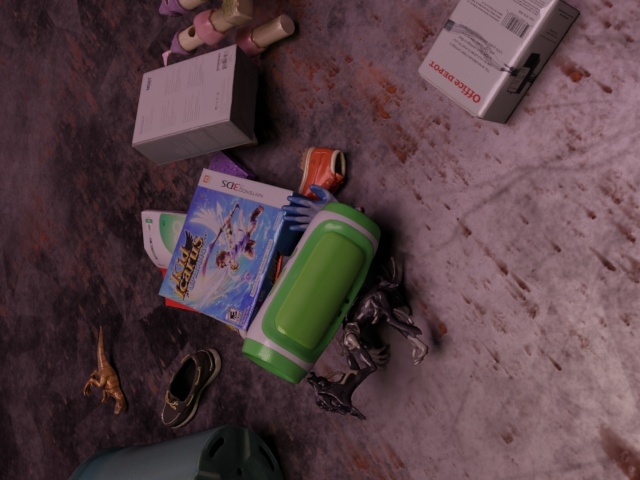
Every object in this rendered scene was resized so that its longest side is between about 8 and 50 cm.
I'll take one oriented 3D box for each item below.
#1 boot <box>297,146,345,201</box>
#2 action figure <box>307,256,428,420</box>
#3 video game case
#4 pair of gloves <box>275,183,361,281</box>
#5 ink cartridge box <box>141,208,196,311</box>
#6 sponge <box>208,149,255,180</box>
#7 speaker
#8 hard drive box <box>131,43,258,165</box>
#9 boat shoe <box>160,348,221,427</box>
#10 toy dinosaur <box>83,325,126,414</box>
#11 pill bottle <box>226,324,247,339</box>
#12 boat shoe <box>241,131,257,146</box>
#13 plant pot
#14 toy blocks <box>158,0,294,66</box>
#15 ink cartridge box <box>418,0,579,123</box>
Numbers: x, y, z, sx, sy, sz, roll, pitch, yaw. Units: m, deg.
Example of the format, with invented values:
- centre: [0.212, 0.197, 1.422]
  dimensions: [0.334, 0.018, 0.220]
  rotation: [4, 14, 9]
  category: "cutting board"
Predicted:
- centre: [0.005, -0.098, 1.484]
  dimensions: [0.084, 0.059, 0.158]
  rotation: [5, 91, 36]
  category: "boot"
- centre: [0.091, 0.171, 1.348]
  dimensions: [0.276, 0.141, 0.164]
  rotation: [-59, 13, -23]
  category: "action figure"
- centre: [-0.168, 0.015, 1.502]
  dimensions: [0.244, 0.061, 0.269]
  rotation: [16, 86, 38]
  category: "video game case"
- centre: [0.000, 0.000, 1.428]
  dimensions: [0.023, 0.159, 0.198]
  rotation: [-159, 76, -68]
  category: "pair of gloves"
- centre: [-0.315, 0.047, 1.728]
  dimensions: [0.181, 0.056, 0.225]
  rotation: [6, 101, 45]
  category: "ink cartridge box"
- centre: [-0.218, -0.077, 1.690]
  dimensions: [0.117, 0.031, 0.210]
  rotation: [39, 113, 35]
  category: "sponge"
- centre: [-0.012, 0.086, 1.336]
  dimensions: [0.131, 0.131, 0.296]
  rotation: [17, 70, 40]
  category: "speaker"
- centre: [-0.248, -0.268, 1.578]
  dimensions: [0.232, 0.089, 0.181]
  rotation: [-9, 63, 25]
  category: "hard drive box"
- centre: [-0.299, 0.324, 1.723]
  dimensions: [0.081, 0.068, 0.228]
  rotation: [48, 118, 31]
  category: "boat shoe"
- centre: [-0.527, 0.325, 1.937]
  dimensions: [0.112, 0.064, 0.211]
  rotation: [-26, 81, 18]
  category: "toy dinosaur"
- centre: [-0.172, 0.107, 1.589]
  dimensions: [0.208, 0.119, 0.119]
  rotation: [31, 109, 37]
  category: "pill bottle"
- centre: [-0.237, -0.246, 1.667]
  dimensions: [0.277, 0.098, 0.096]
  rotation: [13, 98, 41]
  category: "boat shoe"
- centre: [-0.267, 0.525, 1.543]
  dimensions: [0.334, 0.341, 0.341]
  rotation: [-28, 71, 28]
  category: "plant pot"
- centre: [-0.251, -0.514, 1.549]
  dimensions: [0.260, 0.309, 0.289]
  rotation: [-12, 81, 41]
  category: "toy blocks"
- centre: [0.273, -0.309, 1.237]
  dimensions: [0.153, 0.087, 0.208]
  rotation: [47, 117, 31]
  category: "ink cartridge box"
